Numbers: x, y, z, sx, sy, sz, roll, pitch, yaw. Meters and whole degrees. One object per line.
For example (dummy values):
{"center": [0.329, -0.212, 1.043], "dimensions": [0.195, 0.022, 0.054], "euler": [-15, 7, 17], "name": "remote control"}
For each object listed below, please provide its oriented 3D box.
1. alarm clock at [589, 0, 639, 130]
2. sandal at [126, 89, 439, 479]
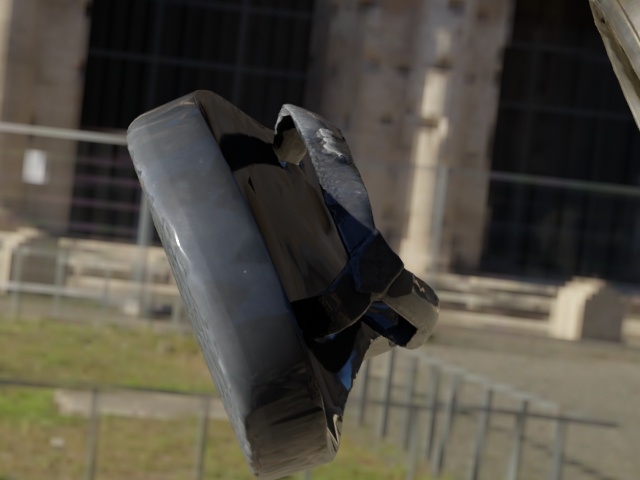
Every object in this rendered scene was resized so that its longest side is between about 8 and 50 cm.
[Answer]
{"center": [0.120, -0.010, 0.470], "dimensions": [0.064, 0.129, 0.192], "euler": [-24, 23, 10], "name": "alarm clock"}
{"center": [0.000, -0.001, 0.539], "dimensions": [0.054, 0.097, 0.254], "euler": [-21, 3, 7], "name": "sandal"}
